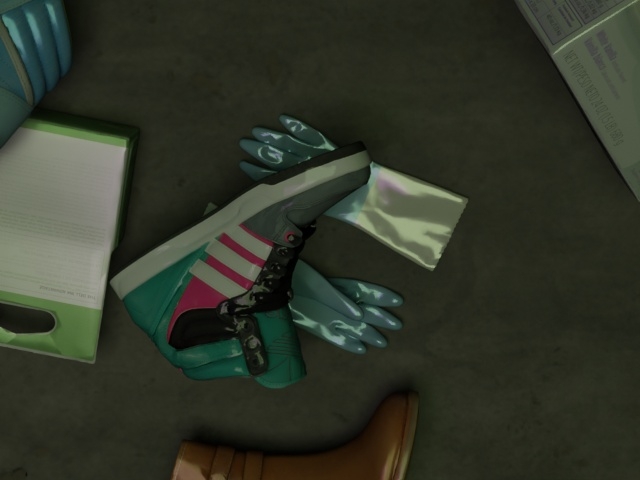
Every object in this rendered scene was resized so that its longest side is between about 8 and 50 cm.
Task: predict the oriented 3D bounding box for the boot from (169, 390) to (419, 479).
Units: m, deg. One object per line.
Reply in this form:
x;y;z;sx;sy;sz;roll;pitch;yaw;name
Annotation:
-0.036;0.241;1.443;0.220;0.109;0.283;25;112;1;boot

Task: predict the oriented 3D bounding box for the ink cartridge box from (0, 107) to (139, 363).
-0.281;-0.010;1.408;0.171;0.056;0.235;11;107;1;ink cartridge box

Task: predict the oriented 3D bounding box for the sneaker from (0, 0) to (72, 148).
-0.357;-0.232;1.290;0.208;0.127;0.319;-47;115;-21;sneaker

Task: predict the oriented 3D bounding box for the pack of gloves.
0.000;0.000;1.396;0.232;0.046;0.195;25;106;-3;pack of gloves

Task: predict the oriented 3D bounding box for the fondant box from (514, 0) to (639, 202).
0.363;-0.206;1.232;0.330;0.096;0.238;-33;137;10;fondant box

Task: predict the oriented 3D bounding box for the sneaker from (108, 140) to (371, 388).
-0.046;0.044;1.335;0.296;0.124;0.178;-31;88;26;sneaker
